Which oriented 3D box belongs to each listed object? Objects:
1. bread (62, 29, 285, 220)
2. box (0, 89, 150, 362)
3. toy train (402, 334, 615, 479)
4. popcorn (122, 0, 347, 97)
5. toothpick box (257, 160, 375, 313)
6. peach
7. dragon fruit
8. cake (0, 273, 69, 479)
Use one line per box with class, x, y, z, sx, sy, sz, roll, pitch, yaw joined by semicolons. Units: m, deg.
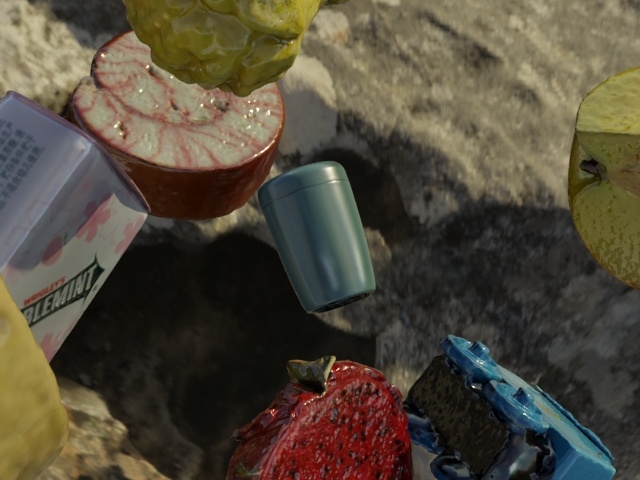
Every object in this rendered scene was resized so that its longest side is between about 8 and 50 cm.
bread;-0.202;-0.170;1.687;0.295;0.114;0.328;22;44;3
box;-0.292;0.079;0.949;0.112;0.190;0.370;28;78;18
toy train;0.264;0.286;1.741;0.265;0.300;0.188;30;99;-29
popcorn;-0.057;-0.227;0.933;0.203;0.200;0.226;-3;35;-16
toothpick box;0.000;0.000;1.535;0.120;0.120;0.184;-19;83;-2
peach;0.211;-0.040;0.664;0.151;0.118;0.151;-2;86;29
dragon fruit;-0.010;0.254;1.582;0.152;0.317;0.205;9;79;44
cake;-0.330;0.108;0.540;0.332;0.332;0.321;30;58;12
